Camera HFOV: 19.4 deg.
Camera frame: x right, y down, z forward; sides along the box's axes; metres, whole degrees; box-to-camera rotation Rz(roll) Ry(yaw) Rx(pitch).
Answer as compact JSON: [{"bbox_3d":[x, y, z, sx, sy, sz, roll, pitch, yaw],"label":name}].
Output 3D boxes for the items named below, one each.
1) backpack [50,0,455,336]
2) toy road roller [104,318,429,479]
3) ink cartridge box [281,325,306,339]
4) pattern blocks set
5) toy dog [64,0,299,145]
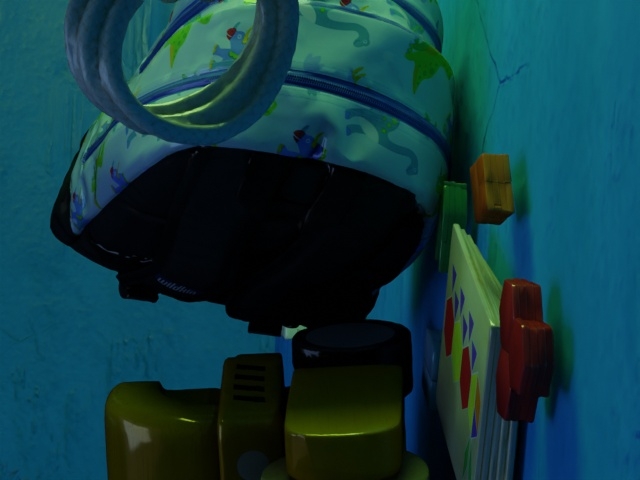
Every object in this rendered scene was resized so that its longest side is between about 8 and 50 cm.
[{"bbox_3d":[-0.035,-0.069,1.413,0.355,0.290,0.273,160,127,-81],"label":"backpack"},{"bbox_3d":[-0.044,0.194,1.381,0.329,0.240,0.203,-91,-2,-76],"label":"toy road roller"},{"bbox_3d":[0.000,0.000,1.967,0.148,0.085,0.203,-178,89,-85],"label":"ink cartridge box"},{"bbox_3d":[0.101,0.085,1.182,0.325,0.026,0.285,-97,11,-60],"label":"pattern blocks set"},{"bbox_3d":[0.041,-0.186,0.685,0.220,0.333,0.161,68,158,-4],"label":"toy dog"}]
